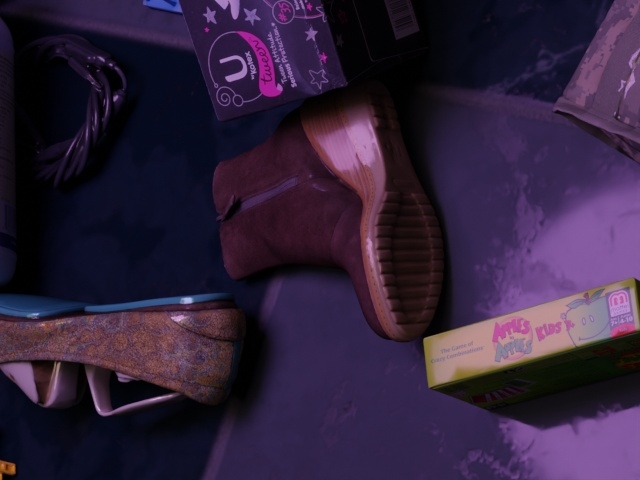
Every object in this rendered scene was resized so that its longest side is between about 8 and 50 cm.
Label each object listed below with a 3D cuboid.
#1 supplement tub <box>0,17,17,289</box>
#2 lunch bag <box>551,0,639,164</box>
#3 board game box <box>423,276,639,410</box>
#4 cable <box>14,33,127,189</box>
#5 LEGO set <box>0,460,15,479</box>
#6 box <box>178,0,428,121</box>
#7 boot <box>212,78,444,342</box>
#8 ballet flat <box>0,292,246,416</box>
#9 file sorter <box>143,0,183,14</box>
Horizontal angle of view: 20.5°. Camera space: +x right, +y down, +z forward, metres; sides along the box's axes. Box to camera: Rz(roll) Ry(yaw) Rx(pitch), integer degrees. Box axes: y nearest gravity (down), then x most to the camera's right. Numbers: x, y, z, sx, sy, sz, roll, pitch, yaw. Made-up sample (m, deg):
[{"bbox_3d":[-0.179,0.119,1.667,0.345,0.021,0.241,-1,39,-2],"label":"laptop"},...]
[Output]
[{"bbox_3d":[-0.418,-0.111,1.740,0.235,0.235,0.325,-8,80,34],"label":"supplement tub"},{"bbox_3d":[0.335,-0.126,1.226,0.235,0.169,0.287,-61,34,4],"label":"lunch bag"},{"bbox_3d":[0.180,0.082,1.352,0.181,0.092,0.043,-18,65,31],"label":"board game box"},{"bbox_3d":[-0.267,-0.134,1.794,0.184,0.047,0.150,27,99,43],"label":"cable"},{"bbox_3d":[-0.375,0.240,1.706,0.107,0.132,0.287,-41,77,39],"label":"LEGO set"},{"bbox_3d":[-0.034,-0.248,1.518,0.142,0.163,0.247,-12,100,33],"label":"box"},{"bbox_3d":[0.000,0.000,1.539,0.207,0.090,0.248,-30,60,39],"label":"boot"},{"bbox_3d":[-0.215,0.104,1.631,0.348,0.123,0.123,-1,74,36],"label":"ballet flat"},{"bbox_3d":[-0.121,-0.284,1.688,0.170,0.104,0.118,17,84,42],"label":"file sorter"}]
